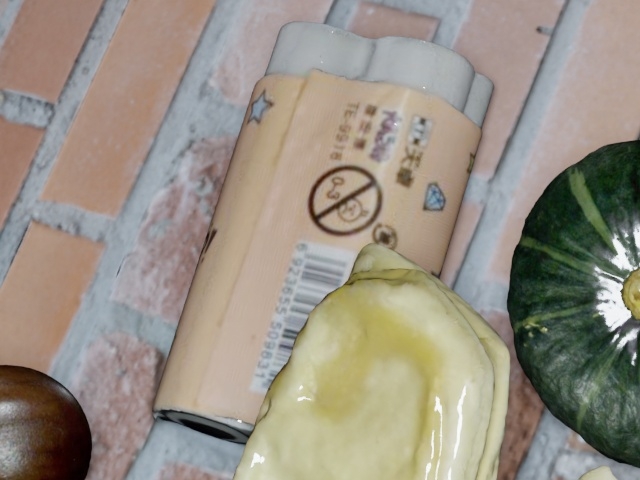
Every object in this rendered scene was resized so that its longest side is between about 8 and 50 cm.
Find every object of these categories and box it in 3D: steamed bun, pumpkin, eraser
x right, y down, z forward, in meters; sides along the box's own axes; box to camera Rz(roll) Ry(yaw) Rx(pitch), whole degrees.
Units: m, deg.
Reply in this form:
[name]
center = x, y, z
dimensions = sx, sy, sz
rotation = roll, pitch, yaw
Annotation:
[steamed bun]
center = 0.054, 0.237, 1.144
dimensions = 0.247, 0.189, 0.428
rotation = 20, 89, 48
[pumpkin]
center = 0.219, 0.038, 1.185
dimensions = 0.212, 0.152, 0.211
rotation = -1, 87, 15
[eraser]
center = 0.000, 0.000, 1.307
dimensions = 0.171, 0.087, 0.290
rotation = 12, 74, 19

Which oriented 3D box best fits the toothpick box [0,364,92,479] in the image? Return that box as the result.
[toothpick box]
center = -0.285, 0.105, 1.303
dimensions = 0.192, 0.192, 0.294
rotation = -39, 58, 0
